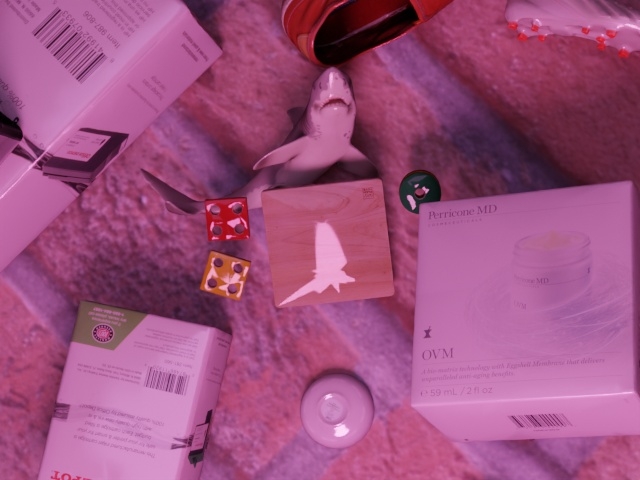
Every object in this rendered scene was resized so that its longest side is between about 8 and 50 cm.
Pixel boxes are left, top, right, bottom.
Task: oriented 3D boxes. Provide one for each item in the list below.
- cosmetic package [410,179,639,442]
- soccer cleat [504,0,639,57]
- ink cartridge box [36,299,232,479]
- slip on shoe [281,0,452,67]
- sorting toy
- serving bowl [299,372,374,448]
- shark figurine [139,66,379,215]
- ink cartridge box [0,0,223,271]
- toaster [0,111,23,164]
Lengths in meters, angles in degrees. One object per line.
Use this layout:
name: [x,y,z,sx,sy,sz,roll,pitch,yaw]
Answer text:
cosmetic package: [0.220,0.074,1.435,0.224,0.138,0.224,-6,64,22]
soccer cleat: [0.294,-0.250,1.544,0.196,0.068,0.076,14,77,30]
ink cartridge box: [-0.203,0.190,1.561,0.160,0.092,0.219,11,83,13]
slip on shoe: [0.112,-0.290,1.564,0.331,0.123,0.101,-27,46,10]
sorting toy: [0.000,0.000,1.564,0.275,0.046,0.132,-7,103,3]
serving bowl: [0.016,0.186,1.554,0.083,0.027,0.083,-2,80,11]
shark figurine: [-0.053,-0.099,1.600,0.278,0.166,0.116,-32,49,22]
ink cartridge box: [-0.358,-0.192,1.622,0.395,0.166,0.285,-44,75,1]
toaster: [-0.410,-0.131,1.454,0.168,0.186,0.110,40,93,6]
